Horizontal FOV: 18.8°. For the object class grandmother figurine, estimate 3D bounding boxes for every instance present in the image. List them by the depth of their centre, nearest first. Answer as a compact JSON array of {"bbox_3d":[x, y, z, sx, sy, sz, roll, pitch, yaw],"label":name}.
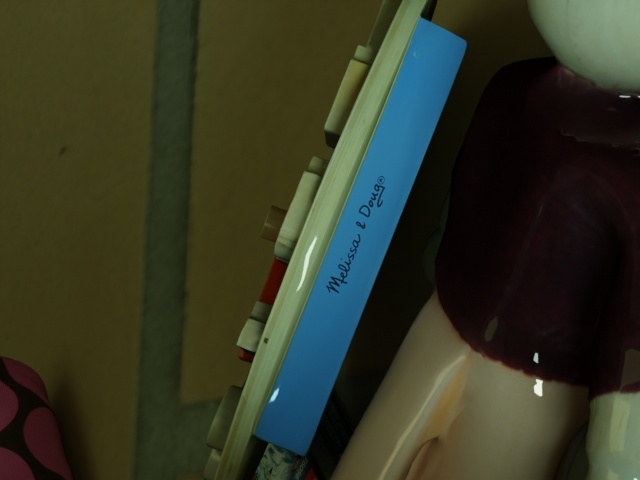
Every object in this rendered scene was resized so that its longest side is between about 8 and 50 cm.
[{"bbox_3d":[0.061,0.023,0.574,0.208,0.104,0.342,52,128,57],"label":"grandmother figurine"}]

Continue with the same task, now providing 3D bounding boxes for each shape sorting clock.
[{"bbox_3d":[0.000,0.000,0.663,0.206,0.040,0.206,-158,90,-89],"label":"shape sorting clock"}]

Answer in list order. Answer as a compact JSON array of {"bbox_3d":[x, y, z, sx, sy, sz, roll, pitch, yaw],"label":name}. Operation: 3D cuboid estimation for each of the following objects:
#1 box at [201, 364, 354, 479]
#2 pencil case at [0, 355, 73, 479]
[{"bbox_3d":[-0.023,0.125,0.774,0.137,0.027,0.094,-66,31,27],"label":"box"},{"bbox_3d":[-0.164,0.156,0.947,0.095,0.098,0.209,-62,35,31],"label":"pencil case"}]
